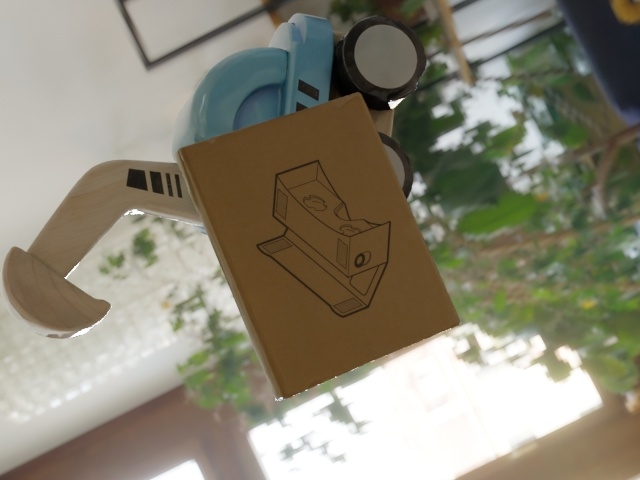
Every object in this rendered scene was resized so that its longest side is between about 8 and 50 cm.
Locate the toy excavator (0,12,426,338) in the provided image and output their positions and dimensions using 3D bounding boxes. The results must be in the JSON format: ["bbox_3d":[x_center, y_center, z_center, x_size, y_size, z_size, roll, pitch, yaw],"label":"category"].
[{"bbox_3d":[-0.131,-0.077,1.606,0.222,0.445,0.433,144,133,-72],"label":"toy excavator"}]

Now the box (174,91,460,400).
[{"bbox_3d":[0.000,0.000,1.023,0.201,0.164,0.021,67,154,6],"label":"box"}]
